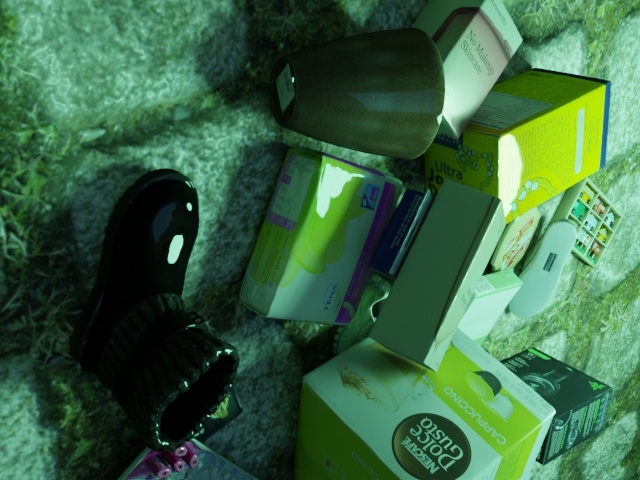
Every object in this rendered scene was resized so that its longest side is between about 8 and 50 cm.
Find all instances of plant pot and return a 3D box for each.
[{"bbox_3d":[0.044,-0.238,1.219,0.230,0.215,0.215,-3,111,-26],"label":"plant pot"}]

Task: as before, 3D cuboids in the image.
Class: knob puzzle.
[{"bbox_3d":[0.447,-0.009,1.765,0.213,0.030,0.213,-35,143,-32],"label":"knob puzzle"}]

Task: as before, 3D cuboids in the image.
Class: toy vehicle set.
[{"bbox_3d":[0.693,-0.045,1.981,0.267,0.035,0.166,28,89,-45],"label":"toy vehicle set"}]

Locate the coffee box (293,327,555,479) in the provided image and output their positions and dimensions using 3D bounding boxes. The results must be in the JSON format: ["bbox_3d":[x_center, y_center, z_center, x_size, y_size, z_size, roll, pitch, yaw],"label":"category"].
[{"bbox_3d":[0.179,0.398,1.455,0.334,0.337,0.338,-26,140,-32],"label":"coffee box"}]

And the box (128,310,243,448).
[{"bbox_3d":[-0.238,0.252,1.268,0.175,0.051,0.220,-34,128,-26],"label":"box"}]

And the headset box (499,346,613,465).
[{"bbox_3d":[0.550,0.402,1.901,0.283,0.246,0.131,-11,116,-37],"label":"headset box"}]

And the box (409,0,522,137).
[{"bbox_3d":[0.237,-0.329,1.384,0.148,0.126,0.232,40,80,-44],"label":"box"}]

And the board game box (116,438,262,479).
[{"bbox_3d":[-0.276,0.550,1.324,0.390,0.050,0.390,-48,137,-8],"label":"board game box"}]

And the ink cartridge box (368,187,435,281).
[{"bbox_3d":[0.173,0.009,1.430,0.165,0.065,0.332,-63,160,-5],"label":"ink cartridge box"}]

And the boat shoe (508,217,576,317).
[{"bbox_3d":[0.544,0.064,1.863,0.088,0.096,0.268,-38,148,-68],"label":"boat shoe"}]

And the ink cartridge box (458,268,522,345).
[{"bbox_3d":[0.350,0.179,1.763,0.171,0.056,0.235,-11,139,-38],"label":"ink cartridge box"}]

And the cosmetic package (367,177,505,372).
[{"bbox_3d":[0.212,0.065,1.345,0.310,0.113,0.160,-64,159,-6],"label":"cosmetic package"}]

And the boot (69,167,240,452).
[{"bbox_3d":[-0.210,0.091,1.074,0.131,0.260,0.348,14,99,-44],"label":"boot"}]

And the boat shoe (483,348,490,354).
[{"bbox_3d":[0.331,0.339,1.799,0.227,0.081,0.069,-33,125,-36],"label":"boat shoe"}]

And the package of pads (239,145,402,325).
[{"bbox_3d":[0.000,0.000,1.335,0.229,0.101,0.297,12,99,-44],"label":"package of pads"}]

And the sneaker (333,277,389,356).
[{"bbox_3d":[0.087,0.175,1.504,0.071,0.083,0.191,5,106,-44],"label":"sneaker"}]

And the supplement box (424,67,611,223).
[{"bbox_3d":[0.400,-0.198,1.541,0.356,0.194,0.195,-26,124,-31],"label":"supplement box"}]
